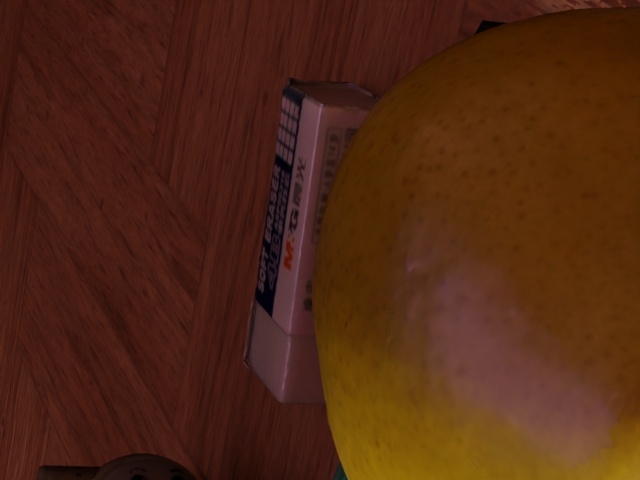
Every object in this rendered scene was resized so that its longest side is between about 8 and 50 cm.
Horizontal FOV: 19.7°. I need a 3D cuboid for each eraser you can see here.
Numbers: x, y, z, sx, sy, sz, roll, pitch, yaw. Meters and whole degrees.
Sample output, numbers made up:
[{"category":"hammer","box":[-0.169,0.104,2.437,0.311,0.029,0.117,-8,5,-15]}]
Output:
[{"category":"eraser","box":[0.000,0.000,1.728,0.130,0.086,0.287,-141,57,-64]}]

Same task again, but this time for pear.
[{"category":"pear","box":[0.169,0.051,0.992,0.418,0.362,0.362,-126,44,-64]}]

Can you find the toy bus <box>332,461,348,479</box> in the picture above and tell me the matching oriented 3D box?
[{"category":"toy bus","box":[0.054,0.250,1.408,0.256,0.147,0.128,101,-172,-66]}]

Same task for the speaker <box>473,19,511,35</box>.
[{"category":"speaker","box":[0.117,-0.077,1.517,0.218,0.044,0.082,118,147,-44]}]

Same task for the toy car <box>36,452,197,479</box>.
[{"category":"toy car","box":[-0.182,0.311,1.936,0.336,0.242,0.226,135,135,-60]}]
